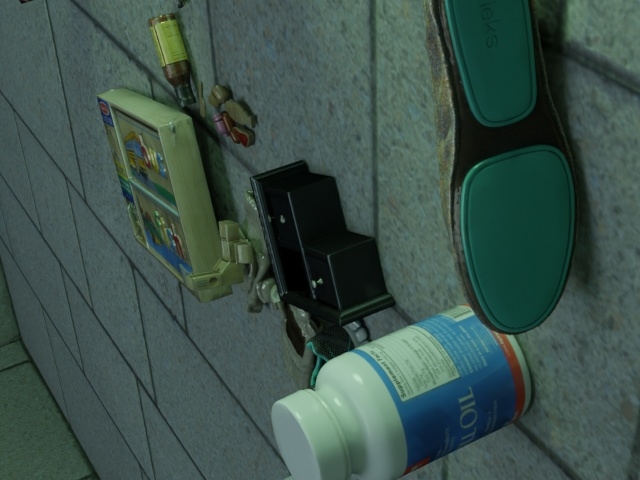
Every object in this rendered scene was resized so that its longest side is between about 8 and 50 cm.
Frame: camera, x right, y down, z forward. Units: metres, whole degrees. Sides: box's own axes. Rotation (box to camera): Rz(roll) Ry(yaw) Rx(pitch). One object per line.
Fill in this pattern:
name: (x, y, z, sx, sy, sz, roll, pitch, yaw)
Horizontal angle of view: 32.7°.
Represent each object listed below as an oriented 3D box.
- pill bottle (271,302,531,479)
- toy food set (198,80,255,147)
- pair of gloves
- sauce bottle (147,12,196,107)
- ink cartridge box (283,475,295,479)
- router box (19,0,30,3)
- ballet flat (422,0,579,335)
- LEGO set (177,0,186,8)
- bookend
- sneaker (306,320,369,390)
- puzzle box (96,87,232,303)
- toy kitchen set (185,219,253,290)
pill bottle: (0.072, 0.150, 1.003, 0.124, 0.221, 0.124, 48, 149, 41)
toy food set: (-0.117, -0.162, 1.428, 0.122, 0.019, 0.078, 41, 145, 35)
pair of gloves: (-0.065, 0.074, 1.473, 0.240, 0.042, 0.204, 60, 155, 24)
sauce bottle: (-0.203, -0.249, 1.513, 0.042, 0.042, 0.128, 8, 115, 64)
ink cartridge box: (0.011, 0.504, 1.633, 0.186, 0.065, 0.311, 48, 147, 40)
router box: (-0.462, -0.450, 1.815, 0.092, 0.122, 0.038, 54, 157, 33)
ballet flat: (0.137, -0.085, 0.855, 0.106, 0.107, 0.316, -116, 19, -71)
LEGO set: (-0.197, -0.351, 1.450, 0.054, 0.023, 0.083, 22, 142, 63)
bookend: (0.000, 0.000, 1.230, 0.157, 0.072, 0.156, 18, 125, 61)
sneaker: (0.023, 0.173, 1.316, 0.065, 0.076, 0.167, 23, 129, 61)
puzzle box: (-0.251, -0.085, 1.700, 0.409, 0.052, 0.272, -151, 46, -64)
toy kitchen set: (-0.137, 0.022, 1.461, 0.068, 0.075, 0.083, 17, 114, 61)
